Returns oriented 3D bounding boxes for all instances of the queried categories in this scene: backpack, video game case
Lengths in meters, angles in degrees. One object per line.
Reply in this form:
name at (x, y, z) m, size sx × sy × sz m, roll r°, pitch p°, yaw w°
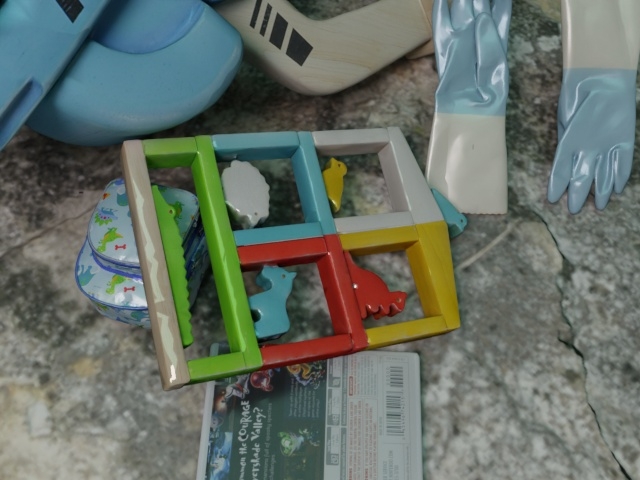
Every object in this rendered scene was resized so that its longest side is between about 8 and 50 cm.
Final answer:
backpack at (-0.148, 0.009, 0.585) m, size 0.105 × 0.084 × 0.114 m, roll 12°, pitch 65°, yaw 5°
video game case at (-0.008, 0.176, 0.542) m, size 0.173 × 0.022 × 0.190 m, roll 3°, pitch 63°, yaw -2°

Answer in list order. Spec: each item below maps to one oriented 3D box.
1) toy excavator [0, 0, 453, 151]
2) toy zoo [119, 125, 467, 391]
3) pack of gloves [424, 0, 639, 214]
toy excavator at (-0.107, -0.195, 0.591) m, size 0.445 × 0.222 × 0.432 m, roll 37°, pitch 72°, yaw -28°
toy zoo at (0.000, 0.000, 0.577) m, size 0.293 × 0.030 × 0.192 m, roll -6°, pitch 72°, yaw -25°
pack of gloves at (0.197, -0.139, 0.667) m, size 0.195 × 0.046 × 0.231 m, roll 3°, pitch 95°, yaw 2°
